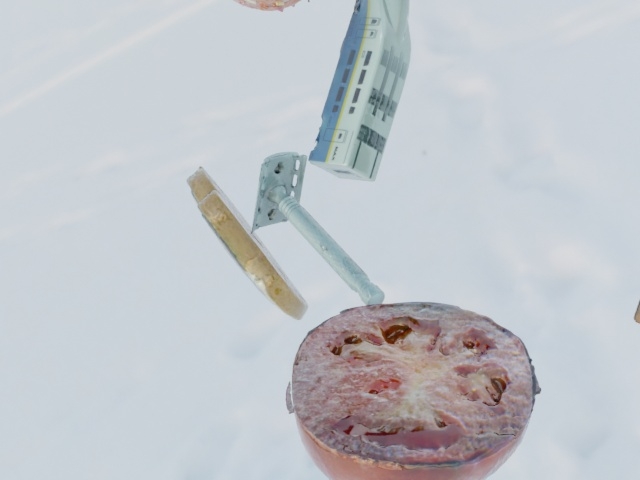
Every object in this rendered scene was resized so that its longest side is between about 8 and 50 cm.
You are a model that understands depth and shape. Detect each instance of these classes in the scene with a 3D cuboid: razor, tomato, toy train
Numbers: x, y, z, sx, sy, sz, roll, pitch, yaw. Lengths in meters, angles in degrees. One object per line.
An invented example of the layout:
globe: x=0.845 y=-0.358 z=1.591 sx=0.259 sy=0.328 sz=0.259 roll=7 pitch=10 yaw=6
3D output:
razor: x=0.000 y=0.000 z=1.465 sx=0.068 sy=0.106 sz=0.232 roll=-15 pitch=43 yaw=-30
tomato: x=0.080 y=0.145 z=1.086 sx=0.225 sy=0.085 sz=0.225 roll=-4 pitch=35 yaw=3
toy train: x=0.051 y=-0.170 z=1.109 sx=0.051 sy=0.052 sz=0.233 roll=11 pitch=80 yaw=40

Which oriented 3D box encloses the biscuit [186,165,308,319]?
biscuit: x=-0.149 y=0.001 z=2.275 sx=0.057 sy=0.287 sz=0.343 roll=-38 pitch=67 yaw=0

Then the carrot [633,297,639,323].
carrot: x=0.522 y=0.056 z=1.898 sx=0.055 sy=0.055 sz=0.161 roll=-125 pitch=52 yaw=-68

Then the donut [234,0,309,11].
donut: x=-0.052 y=-0.328 z=1.472 sx=0.166 sy=0.117 sz=0.065 roll=-36 pitch=0 yaw=24
